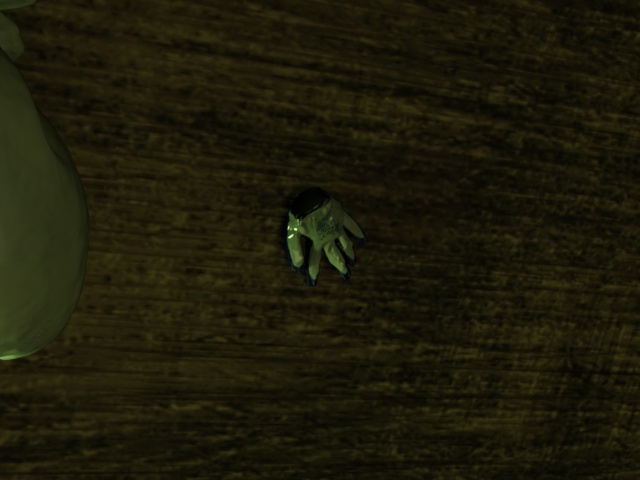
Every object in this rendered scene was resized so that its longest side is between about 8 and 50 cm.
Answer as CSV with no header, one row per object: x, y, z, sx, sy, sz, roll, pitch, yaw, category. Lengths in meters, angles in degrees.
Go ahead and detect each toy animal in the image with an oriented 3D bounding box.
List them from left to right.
-0.229,-0.044,0.849,0.206,0.265,0.272,-22,131,-25,toy animal

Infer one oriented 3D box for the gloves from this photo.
0.000,0.000,1.173,0.064,0.026,0.086,-42,131,-6,gloves

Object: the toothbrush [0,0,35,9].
-0.317,-0.137,0.925,0.303,0.030,0.030,-14,118,-28,toothbrush
